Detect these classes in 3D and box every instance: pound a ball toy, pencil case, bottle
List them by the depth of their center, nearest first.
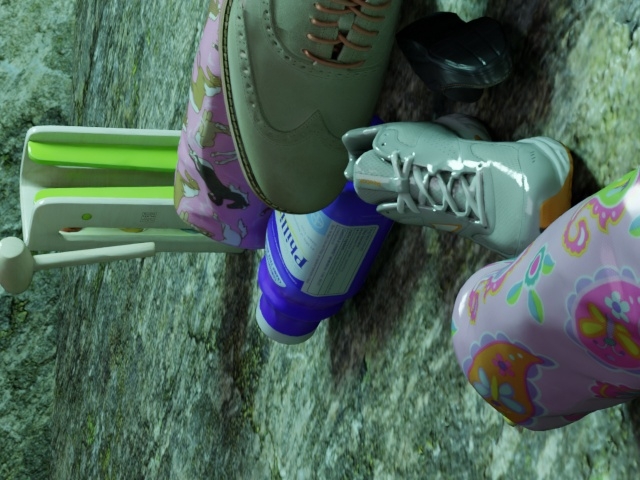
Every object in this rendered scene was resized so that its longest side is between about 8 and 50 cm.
[{"bbox_3d":[0.178,0.025,0.850,0.284,0.124,0.124,133,134,-64],"label":"pencil case"},{"bbox_3d":[0.000,0.000,1.429,0.283,0.092,0.118,115,144,-52],"label":"bottle"},{"bbox_3d":[-0.039,-0.154,1.430,0.386,0.167,0.160,112,173,-49],"label":"pencil case"},{"bbox_3d":[-0.245,-0.018,1.816,0.136,0.319,0.208,112,152,-49],"label":"pound a ball toy"}]

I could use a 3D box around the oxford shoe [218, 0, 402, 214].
[{"bbox_3d":[0.000,-0.189,1.169,0.146,0.140,0.397,-115,27,-62],"label":"oxford shoe"}]

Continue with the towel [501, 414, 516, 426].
[{"bbox_3d":[0.144,0.093,1.122,0.060,0.009,0.083,-113,29,-52],"label":"towel"}]

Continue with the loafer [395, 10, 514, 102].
[{"bbox_3d":[0.113,-0.137,1.161,0.061,0.062,0.170,63,176,-20],"label":"loafer"}]

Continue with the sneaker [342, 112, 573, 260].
[{"bbox_3d":[0.093,-0.036,1.102,0.262,0.121,0.099,-150,61,-69],"label":"sneaker"}]
